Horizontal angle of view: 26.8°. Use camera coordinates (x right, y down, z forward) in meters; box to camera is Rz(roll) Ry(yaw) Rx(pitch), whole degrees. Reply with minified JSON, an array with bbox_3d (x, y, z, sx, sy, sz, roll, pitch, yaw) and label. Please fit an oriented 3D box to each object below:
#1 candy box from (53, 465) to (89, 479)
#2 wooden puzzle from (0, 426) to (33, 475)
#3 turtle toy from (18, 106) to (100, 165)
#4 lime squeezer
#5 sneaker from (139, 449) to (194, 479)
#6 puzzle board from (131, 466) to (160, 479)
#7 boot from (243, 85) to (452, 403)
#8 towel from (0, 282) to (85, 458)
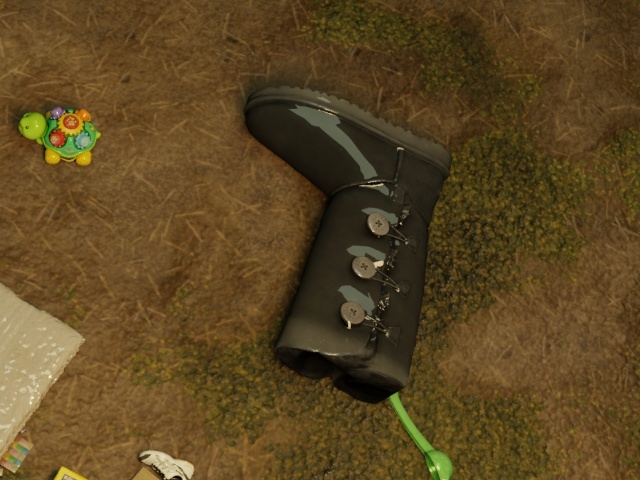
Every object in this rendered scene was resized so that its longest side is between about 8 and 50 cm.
[{"bbox_3d":[-0.301,0.413,1.894,0.206,0.027,0.105,28,72,1],"label":"candy box"},{"bbox_3d":[-0.447,0.302,1.930,0.049,0.006,0.083,31,60,0],"label":"wooden puzzle"},{"bbox_3d":[-0.416,-0.175,2.143,0.130,0.066,0.095,2,64,-15],"label":"turtle toy"},{"bbox_3d":[0.145,0.377,2.035,0.110,0.059,0.310,12,62,-10],"label":"lime squeezer"},{"bbox_3d":[-0.227,0.334,1.962,0.083,0.032,0.037,19,60,-6],"label":"sneaker"},{"bbox_3d":[-0.238,0.403,1.937,0.128,0.011,0.096,39,59,4],"label":"puzzle board"},{"bbox_3d":[0.002,0.001,2.145,0.367,0.146,0.445,18,65,-5],"label":"boot"},{"bbox_3d":[-0.490,0.200,1.942,0.187,0.049,0.282,32,59,3],"label":"towel"}]
